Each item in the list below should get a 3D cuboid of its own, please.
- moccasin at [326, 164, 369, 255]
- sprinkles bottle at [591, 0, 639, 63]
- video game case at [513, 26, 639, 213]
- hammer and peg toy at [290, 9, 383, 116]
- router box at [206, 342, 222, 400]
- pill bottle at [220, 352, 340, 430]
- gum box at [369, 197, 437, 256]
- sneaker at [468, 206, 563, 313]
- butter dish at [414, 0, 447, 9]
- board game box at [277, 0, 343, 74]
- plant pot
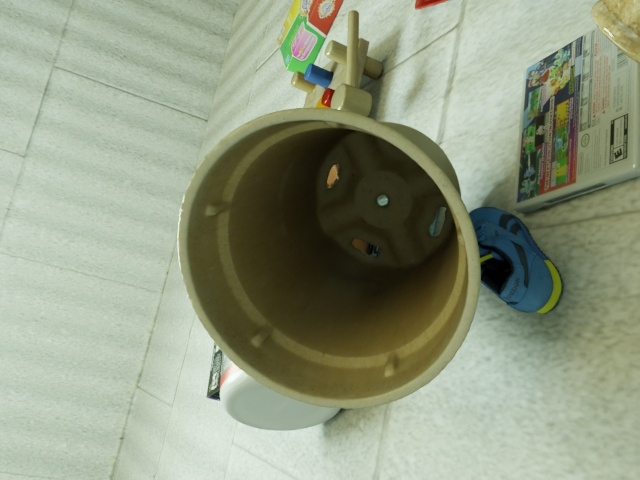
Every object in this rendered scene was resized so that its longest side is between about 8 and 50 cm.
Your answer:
[{"bbox_3d":[-0.001,0.002,1.117,0.139,0.147,0.380,130,149,-50],"label":"moccasin"},{"bbox_3d":[0.388,-0.306,0.551,0.355,0.121,0.121,-56,28,37],"label":"sprinkles bottle"},{"bbox_3d":[0.301,-0.146,0.780,0.183,0.023,0.201,-24,54,62],"label":"video game case"},{"bbox_3d":[0.036,-0.283,1.368,0.361,0.127,0.266,-17,57,64],"label":"hammer and peg toy"},{"bbox_3d":[-0.174,0.204,1.576,0.243,0.081,0.309,-41,39,53],"label":"router box"},{"bbox_3d":[-0.067,0.134,1.204,0.210,0.210,0.363,-52,29,42],"label":"pill bottle"},{"bbox_3d":[0.117,0.020,1.070,0.157,0.041,0.184,-6,70,67],"label":"gum box"},{"bbox_3d":[0.209,0.009,0.809,0.209,0.082,0.069,-110,40,-58],"label":"sneaker"},{"bbox_3d":[0.188,-0.506,1.176,0.160,0.118,0.160,30,103,67],"label":"butter dish"},{"bbox_3d":[-0.016,-0.640,1.828,0.317,0.064,0.242,-61,25,28],"label":"board game box"},{"bbox_3d":[0.044,-0.016,0.834,0.334,0.333,0.305,-62,-8,25],"label":"plant pot"}]
